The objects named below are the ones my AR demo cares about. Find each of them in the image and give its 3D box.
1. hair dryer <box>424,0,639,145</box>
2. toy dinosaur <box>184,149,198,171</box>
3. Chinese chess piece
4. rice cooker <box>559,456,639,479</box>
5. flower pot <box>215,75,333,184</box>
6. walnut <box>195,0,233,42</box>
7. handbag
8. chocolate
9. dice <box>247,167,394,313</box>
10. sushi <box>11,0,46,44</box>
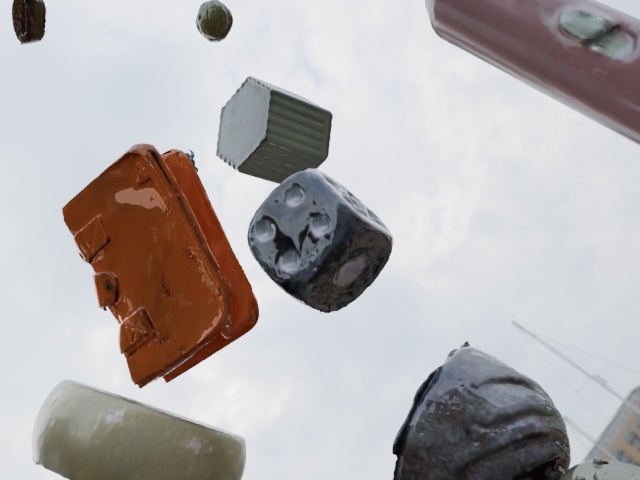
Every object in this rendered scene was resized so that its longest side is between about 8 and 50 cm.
[{"bbox_3d":[0.184,-0.066,0.337,0.125,0.353,0.210,-55,-23,-3],"label":"hair dryer"},{"bbox_3d":[-0.277,-0.150,1.478,0.047,0.031,0.083,78,-151,-42],"label":"toy dinosaur"},{"bbox_3d":[-0.288,0.333,1.157,0.338,0.338,0.140,47,-121,-58],"label":"Chinese chess piece"},{"bbox_3d":[0.411,0.372,0.954,0.145,0.206,0.127,-20,-73,-42],"label":"rice cooker"},{"bbox_3d":[-0.112,-0.254,1.709,0.190,0.209,0.239,15,-43,-41],"label":"flower pot"},{"bbox_3d":[-0.234,-0.482,1.582,0.092,0.092,0.092,-32,-37,-27],"label":"walnut"},{"bbox_3d":[-0.318,0.043,1.385,0.304,0.410,0.116,-34,-16,24],"label":"handbag"},{"bbox_3d":[0.265,0.331,1.102,0.303,0.213,0.303,-31,-51,-48],"label":"chocolate"},{"bbox_3d":[0.000,0.000,1.224,0.182,0.183,0.181,-48,-34,10],"label":"dice"},{"bbox_3d":[-0.563,-0.438,1.402,0.055,0.052,0.120,-40,-37,-54],"label":"sushi"}]
